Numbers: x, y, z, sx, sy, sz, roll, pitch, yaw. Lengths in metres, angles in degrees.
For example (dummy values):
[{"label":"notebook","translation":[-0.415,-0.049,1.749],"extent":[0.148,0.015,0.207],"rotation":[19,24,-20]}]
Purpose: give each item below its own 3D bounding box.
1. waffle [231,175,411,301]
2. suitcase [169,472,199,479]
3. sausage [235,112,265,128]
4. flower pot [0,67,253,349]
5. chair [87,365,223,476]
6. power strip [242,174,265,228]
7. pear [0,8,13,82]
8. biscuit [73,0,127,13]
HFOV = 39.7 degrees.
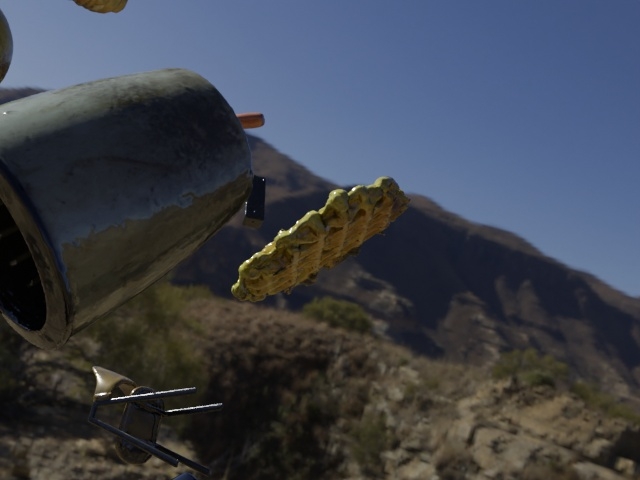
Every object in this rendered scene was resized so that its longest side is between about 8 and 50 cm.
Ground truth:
[{"label":"waffle","translation":[0.002,0.003,1.431],"extent":[0.060,0.311,0.307],"rotation":[58,22,14]},{"label":"suitcase","translation":[-0.129,0.474,1.000],"extent":[0.188,0.340,0.345],"rotation":[-14,40,-44]},{"label":"sausage","translation":[-0.159,-0.251,1.868],"extent":[0.083,0.034,0.034],"rotation":[-5,-4,2]},{"label":"flower pot","translation":[-0.273,-0.063,1.123],"extent":[0.330,0.294,0.293],"rotation":[-30,30,-36]},{"label":"chair","translation":[-0.331,0.337,1.677],"extent":[0.246,0.173,0.159],"rotation":[4,-20,17]},{"label":"power strip","translation":[-0.121,-0.071,1.611],"extent":[0.037,0.111,0.029],"rotation":[13,-43,-14]},{"label":"pear","translation":[-0.600,-0.316,1.453],"extent":[0.197,0.197,0.197],"rotation":[17,-3,1]},{"label":"biscuit","translation":[-0.402,-0.420,1.436],"extent":[0.183,0.061,0.118],"rotation":[27,14,-19]}]
